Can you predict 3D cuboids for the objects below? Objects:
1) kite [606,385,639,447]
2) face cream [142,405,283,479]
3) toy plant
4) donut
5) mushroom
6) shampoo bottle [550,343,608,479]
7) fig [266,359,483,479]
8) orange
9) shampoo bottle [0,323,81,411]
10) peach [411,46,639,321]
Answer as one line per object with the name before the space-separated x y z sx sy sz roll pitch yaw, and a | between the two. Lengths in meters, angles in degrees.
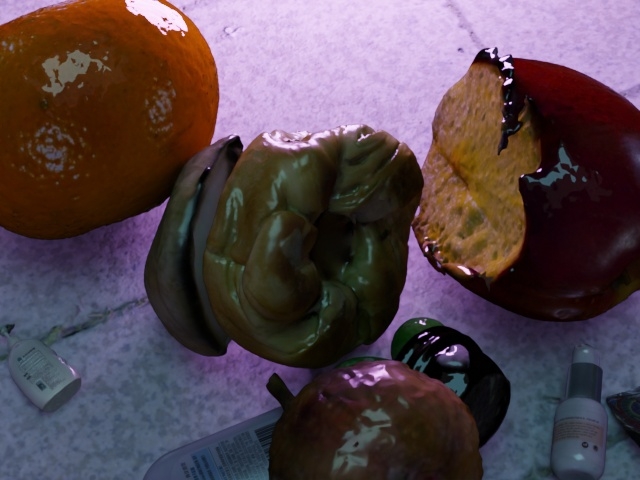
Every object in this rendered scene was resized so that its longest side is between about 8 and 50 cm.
kite | 0.492 0.290 1.863 0.152 0.015 0.285 -8 41 -2
face cream | -0.152 0.344 1.861 0.336 0.080 0.163 -22 59 -11
toy plant | 0.130 0.202 1.903 0.218 0.175 0.235 -38 37 -27
donut | 0.000 0.000 1.914 0.170 0.360 0.360 15 57 37
mushroom | -0.169 -0.018 1.977 0.212 0.217 0.292 14 58 46
shampoo bottle | 0.359 0.238 1.915 0.074 0.074 0.192 7 57 6
fig | 0.033 0.261 1.764 0.286 0.286 0.368 -29 29 -15
orange | -0.346 -0.179 2.021 0.424 0.424 0.326 -21 98 -10
shampoo bottle | -0.416 0.175 1.995 0.077 0.045 0.152 -42 68 -19
peach | 0.301 -0.079 1.972 0.416 0.339 0.353 43 31 25
